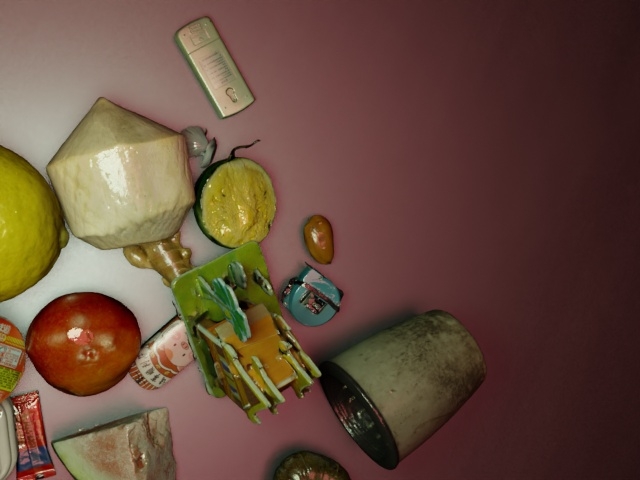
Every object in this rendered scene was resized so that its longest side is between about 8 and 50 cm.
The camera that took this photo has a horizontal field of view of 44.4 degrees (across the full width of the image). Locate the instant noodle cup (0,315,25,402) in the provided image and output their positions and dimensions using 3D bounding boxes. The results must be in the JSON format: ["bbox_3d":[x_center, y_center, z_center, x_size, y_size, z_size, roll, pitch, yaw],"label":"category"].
[{"bbox_3d":[-0.742,0.234,1.589,0.193,0.212,0.193,-7,99,-57],"label":"instant noodle cup"}]

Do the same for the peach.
[{"bbox_3d":[-0.511,0.222,1.682,0.244,0.199,0.243,-11,118,-22],"label":"peach"}]

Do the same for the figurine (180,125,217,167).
[{"bbox_3d":[-0.287,-0.222,1.820,0.086,0.082,0.094,20,74,0],"label":"figurine"}]

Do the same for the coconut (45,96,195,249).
[{"bbox_3d":[-0.426,-0.146,1.669,0.329,0.329,0.328,0,91,-17],"label":"coconut"}]

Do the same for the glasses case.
[{"bbox_3d":[-0.324,0.233,1.811,0.267,0.067,0.103,-43,107,-13],"label":"glasses case"}]

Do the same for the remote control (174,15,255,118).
[{"bbox_3d":[-0.248,-0.404,1.840,0.098,0.038,0.233,-32,101,-14],"label":"remote control"}]

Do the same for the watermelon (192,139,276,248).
[{"bbox_3d":[-0.211,-0.094,1.806,0.204,0.127,0.232,-27,111,-33],"label":"watermelon"}]

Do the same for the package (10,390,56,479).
[{"bbox_3d":[-0.648,0.438,1.737,0.083,0.022,0.200,-11,95,-16],"label":"package"}]

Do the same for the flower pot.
[{"bbox_3d":[0.205,0.335,1.880,0.330,0.294,0.293,-31,100,-22],"label":"flower pot"}]

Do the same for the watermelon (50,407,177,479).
[{"bbox_3d":[-0.436,0.490,1.752,0.310,0.193,0.231,38,96,8],"label":"watermelon"}]

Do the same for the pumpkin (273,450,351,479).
[{"bbox_3d":[-0.016,0.619,1.869,0.219,0.162,0.218,1,87,-20],"label":"pumpkin"}]

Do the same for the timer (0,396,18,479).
[{"bbox_3d":[-0.777,0.420,1.649,0.262,0.087,0.236,-5,99,-13],"label":"timer"}]

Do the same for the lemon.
[{"bbox_3d":[-0.675,-0.034,1.552,0.365,0.364,0.363,0,91,-17],"label":"lemon"}]

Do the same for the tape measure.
[{"bbox_3d":[-0.021,0.141,1.900,0.146,0.081,0.125,38,91,-14],"label":"tape measure"}]

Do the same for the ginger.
[{"bbox_3d":[-0.342,0.046,1.798,0.205,0.081,0.115,36,67,-8],"label":"ginger"}]

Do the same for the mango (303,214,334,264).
[{"bbox_3d":[0.000,0.000,1.912,0.077,0.063,0.127,-15,96,-25],"label":"mango"}]

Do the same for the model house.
[{"bbox_3d":[-0.124,0.206,1.699,0.243,0.313,0.357,-27,116,-27],"label":"model house"}]
